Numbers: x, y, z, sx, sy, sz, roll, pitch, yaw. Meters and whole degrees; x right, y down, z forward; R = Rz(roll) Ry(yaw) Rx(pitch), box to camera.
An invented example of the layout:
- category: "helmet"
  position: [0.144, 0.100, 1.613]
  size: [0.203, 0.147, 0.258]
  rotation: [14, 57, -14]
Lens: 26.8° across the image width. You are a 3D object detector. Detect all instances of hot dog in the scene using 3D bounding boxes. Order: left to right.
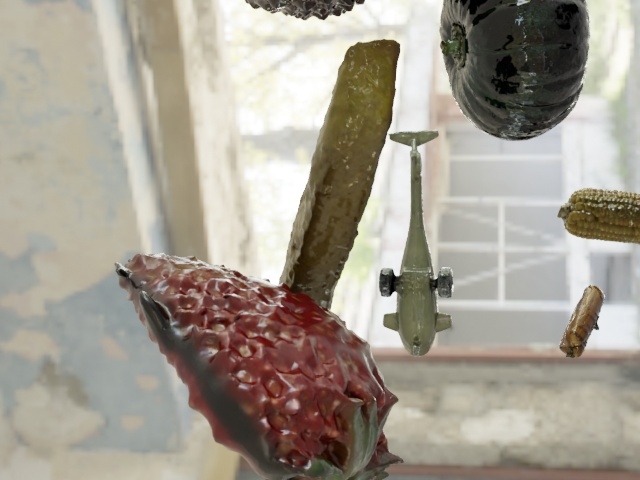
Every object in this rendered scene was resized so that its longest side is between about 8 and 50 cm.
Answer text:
- category: "hot dog"
  position: [0.306, 0.095, 1.557]
  size: [0.122, 0.037, 0.049]
  rotation: [-57, -15, -47]

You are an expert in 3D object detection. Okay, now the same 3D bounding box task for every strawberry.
- category: "strawberry"
  position: [-0.051, 0.083, 1.113]
  size: [0.306, 0.138, 0.233]
  rotation: [50, -178, 24]

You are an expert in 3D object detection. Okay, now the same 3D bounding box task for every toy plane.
- category: "toy plane"
  position: [0.120, 0.009, 1.671]
  size: [0.108, 0.092, 0.286]
  rotation: [-68, -24, -69]

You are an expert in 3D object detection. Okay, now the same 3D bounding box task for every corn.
- category: "corn"
  position: [0.400, -0.026, 1.678]
  size: [0.068, 0.207, 0.068]
  rotation: [6, -90, -78]

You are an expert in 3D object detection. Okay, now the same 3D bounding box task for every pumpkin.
- category: "pumpkin"
  position: [0.188, -0.200, 1.340]
  size: [0.202, 0.140, 0.202]
  rotation: [175, 90, -77]

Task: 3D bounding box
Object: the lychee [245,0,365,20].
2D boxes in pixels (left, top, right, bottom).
- category: "lychee"
  position: [-0.022, -0.362, 1.357]
  size: [0.300, 0.264, 0.264]
  rotation: [45, -138, -49]

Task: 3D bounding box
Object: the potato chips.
- category: "potato chips"
  position: [0.000, 0.000, 1.196]
  size: [0.080, 0.057, 0.407]
  rotation: [-90, 12, -46]
